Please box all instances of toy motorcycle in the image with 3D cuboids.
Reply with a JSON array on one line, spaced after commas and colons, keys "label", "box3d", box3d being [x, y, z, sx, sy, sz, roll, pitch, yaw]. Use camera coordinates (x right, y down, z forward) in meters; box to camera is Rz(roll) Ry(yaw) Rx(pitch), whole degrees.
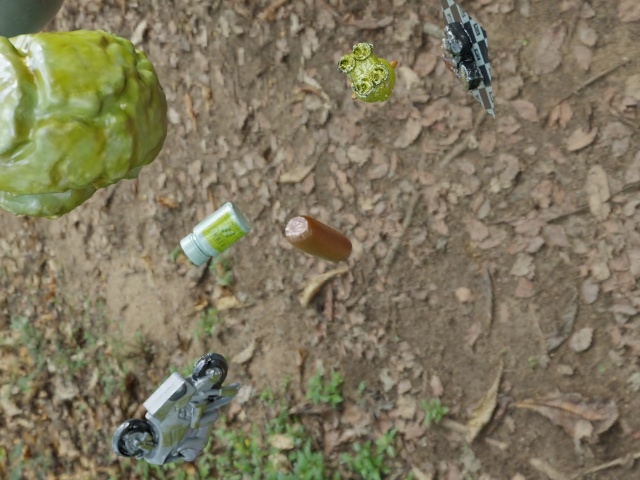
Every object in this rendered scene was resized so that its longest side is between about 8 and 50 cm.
[{"label": "toy motorcycle", "box3d": [-0.224, 0.296, 1.246, 0.073, 0.225, 0.152, 26, 149, 49]}]

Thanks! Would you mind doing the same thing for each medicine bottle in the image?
[{"label": "medicine bottle", "box3d": [-0.133, -0.008, 0.960, 0.083, 0.047, 0.047, -37, 59, 5]}]

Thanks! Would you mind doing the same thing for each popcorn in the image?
[{"label": "popcorn", "box3d": [-0.261, -0.122, 0.761, 0.204, 0.221, 0.184, 20, 131, 42]}]

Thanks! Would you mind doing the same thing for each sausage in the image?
[{"label": "sausage", "box3d": [0.000, 0.000, 1.616, 0.076, 0.197, 0.076, -11, 70, 31]}]

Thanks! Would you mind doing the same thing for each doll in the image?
[{"label": "doll", "box3d": [0.114, -0.381, 1.766, 0.143, 0.221, 0.135, -40, 87, 14]}]

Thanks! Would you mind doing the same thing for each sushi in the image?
[{"label": "sushi", "box3d": [0.298, -0.398, 1.645, 0.231, 0.047, 0.220, -115, 4, -47]}]

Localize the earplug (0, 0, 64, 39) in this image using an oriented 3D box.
[{"label": "earplug", "box3d": [-0.687, -0.519, 1.464, 0.394, 0.312, 0.313, 0, 100, 22]}]
